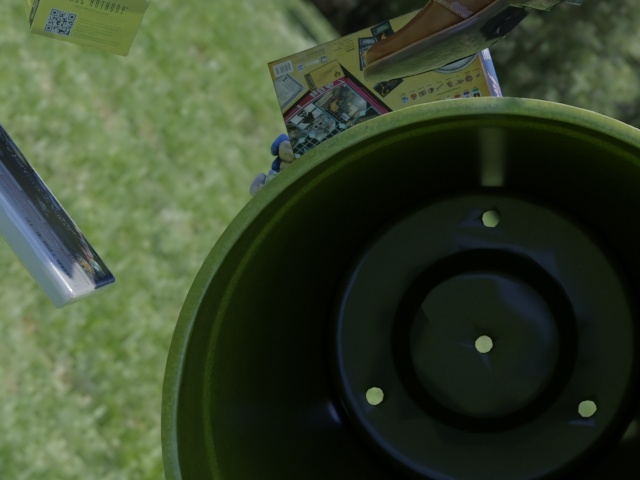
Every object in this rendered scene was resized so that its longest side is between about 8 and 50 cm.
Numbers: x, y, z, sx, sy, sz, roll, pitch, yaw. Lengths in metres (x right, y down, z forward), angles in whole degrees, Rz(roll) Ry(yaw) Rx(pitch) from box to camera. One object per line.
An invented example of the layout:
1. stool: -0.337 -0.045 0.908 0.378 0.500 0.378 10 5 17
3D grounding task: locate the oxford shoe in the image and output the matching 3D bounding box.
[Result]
1. oxford shoe: 0.118 -0.195 1.511 0.076 0.212 0.076 65 20 12

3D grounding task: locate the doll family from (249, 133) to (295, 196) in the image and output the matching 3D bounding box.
1. doll family: 0.000 0.000 2.333 0.163 0.118 0.263 17 -49 34

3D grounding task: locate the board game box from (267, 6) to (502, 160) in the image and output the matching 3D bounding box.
1. board game box: 0.076 -0.157 2.099 0.042 0.243 0.165 -4 78 -68

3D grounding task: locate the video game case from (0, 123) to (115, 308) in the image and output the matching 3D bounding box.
1. video game case: -0.235 -0.033 1.448 0.190 0.022 0.173 53 5 0

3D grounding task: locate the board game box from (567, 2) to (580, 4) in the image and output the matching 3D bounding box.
1. board game box: 0.312 -0.393 2.267 0.047 0.210 0.160 11 5 5

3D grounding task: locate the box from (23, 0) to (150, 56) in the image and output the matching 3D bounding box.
1. box: -0.204 -0.239 1.528 0.087 0.058 0.232 12 32 -26

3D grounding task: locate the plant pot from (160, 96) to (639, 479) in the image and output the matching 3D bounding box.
1. plant pot: 0.108 0.088 1.206 0.366 0.366 0.353 49 7 -1
